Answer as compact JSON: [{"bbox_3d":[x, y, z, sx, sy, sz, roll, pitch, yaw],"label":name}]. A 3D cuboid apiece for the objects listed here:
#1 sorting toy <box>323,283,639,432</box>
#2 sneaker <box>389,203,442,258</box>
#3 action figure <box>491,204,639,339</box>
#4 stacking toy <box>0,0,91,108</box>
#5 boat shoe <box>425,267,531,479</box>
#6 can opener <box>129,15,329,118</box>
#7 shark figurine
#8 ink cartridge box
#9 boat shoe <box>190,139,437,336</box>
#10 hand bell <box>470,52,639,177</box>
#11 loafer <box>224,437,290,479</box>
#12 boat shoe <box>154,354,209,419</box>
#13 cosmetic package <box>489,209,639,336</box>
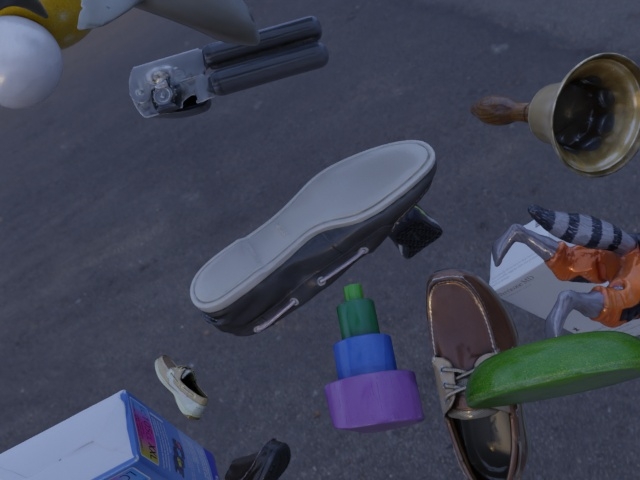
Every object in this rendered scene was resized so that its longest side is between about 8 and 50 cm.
[{"bbox_3d":[0.177,0.043,0.441,0.366,0.127,0.126,-11,68,4],"label":"sorting toy"},{"bbox_3d":[0.143,-0.040,1.069,0.084,0.235,0.097,-36,69,5],"label":"sneaker"},{"bbox_3d":[0.402,0.044,0.700,0.331,0.178,0.341,-4,14,-3],"label":"action figure"},{"bbox_3d":[-0.423,-0.399,0.932,0.351,0.350,0.479,-12,68,16],"label":"stacking toy"},{"bbox_3d":[0.214,0.195,0.845,0.123,0.324,0.116,-16,8,24],"label":"boat shoe"},{"bbox_3d":[-0.129,-0.237,0.884,0.284,0.075,0.095,-15,-4,3],"label":"can opener"},{"bbox_3d":[-0.206,-0.216,0.545,0.279,0.166,0.116,5,63,9],"label":"shark figurine"},{"bbox_3d":[-0.354,0.468,1.153,0.270,0.395,0.151,-28,49,1],"label":"ink cartridge box"},{"bbox_3d":[0.000,0.000,0.761,0.335,0.095,0.112,-33,44,3],"label":"boat shoe"},{"bbox_3d":[0.250,-0.154,0.747,0.126,0.126,0.242,-30,21,-10],"label":"hand bell"},{"bbox_3d":[-0.125,0.400,1.055,0.078,0.220,0.080,42,32,18],"label":"loafer"},{"bbox_3d":[-0.219,0.227,1.006,0.135,0.050,0.045,42,99,34],"label":"boat shoe"},{"bbox_3d":[0.634,0.103,1.541,0.217,0.385,0.156,-49,23,52],"label":"cosmetic package"}]
